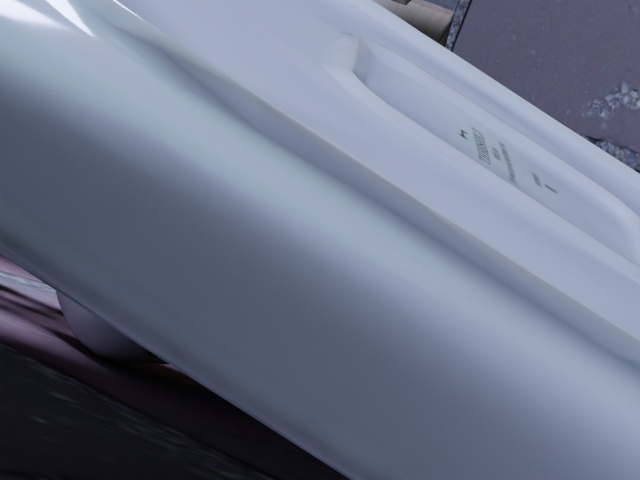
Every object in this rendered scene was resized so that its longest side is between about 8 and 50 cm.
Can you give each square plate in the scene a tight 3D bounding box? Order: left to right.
[{"bbox_3d":[0.037,-0.006,0.501,0.344,0.049,0.347,32,13,-4],"label":"square plate"}]

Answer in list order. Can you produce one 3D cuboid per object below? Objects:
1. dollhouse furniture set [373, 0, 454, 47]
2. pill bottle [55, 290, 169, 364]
[{"bbox_3d":[-0.132,-0.105,0.869,0.356,0.303,0.174,21,32,8],"label":"dollhouse furniture set"},{"bbox_3d":[0.000,0.000,0.702,0.184,0.103,0.103,7,8,-33],"label":"pill bottle"}]
